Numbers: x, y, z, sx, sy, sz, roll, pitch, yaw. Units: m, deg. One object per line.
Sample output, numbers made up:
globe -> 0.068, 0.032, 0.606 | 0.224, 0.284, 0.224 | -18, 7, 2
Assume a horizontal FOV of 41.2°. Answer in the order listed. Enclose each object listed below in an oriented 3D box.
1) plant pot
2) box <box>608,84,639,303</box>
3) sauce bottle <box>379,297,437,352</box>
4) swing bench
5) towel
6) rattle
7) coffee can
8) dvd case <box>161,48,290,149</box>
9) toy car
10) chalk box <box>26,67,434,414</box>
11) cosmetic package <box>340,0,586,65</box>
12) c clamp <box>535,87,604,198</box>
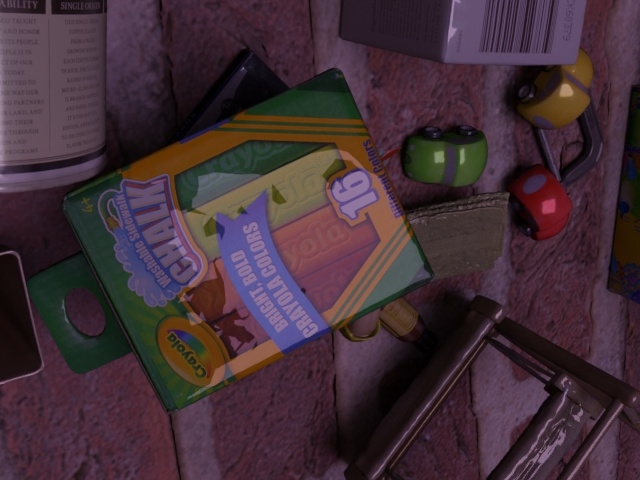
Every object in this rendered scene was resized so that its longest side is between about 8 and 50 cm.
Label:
plant pot -> -0.300, 0.056, 0.695 | 0.109, 0.096, 0.109 | -16, 114, -25
box -> 0.526, -0.033, 1.016 | 0.177, 0.290, 0.279 | -10, 112, -27
sauce bottle -> 0.090, 0.089, 0.960 | 0.042, 0.042, 0.128 | -51, 133, -5
swing bench -> 0.180, 0.218, 0.919 | 0.253, 0.254, 0.165 | -53, 141, -4
towel -> 0.136, 0.000, 0.935 | 0.148, 0.027, 0.110 | -13, 133, -11
rattle -> 0.000, 0.000, 0.848 | 0.142, 0.130, 0.200 | 6, 116, 6
coffee can -> -0.245, -0.188, 0.577 | 0.201, 0.201, 0.276 | -5, 109, -28
dvd case -> -0.084, -0.035, 0.826 | 0.179, 0.029, 0.239 | 41, 85, -33
toy car -> 0.200, -0.092, 0.937 | 0.224, 0.053, 0.239 | -8, 117, -20
chalk box -> -0.090, 0.008, 0.688 | 0.288, 0.179, 0.180 | -28, 98, -7
cosmetic package -> 0.129, -0.248, 0.779 | 0.151, 0.183, 0.152 | -6, 111, -28
c clamp -> 0.285, -0.113, 1.011 | 0.137, 0.022, 0.161 | -32, 120, -16
